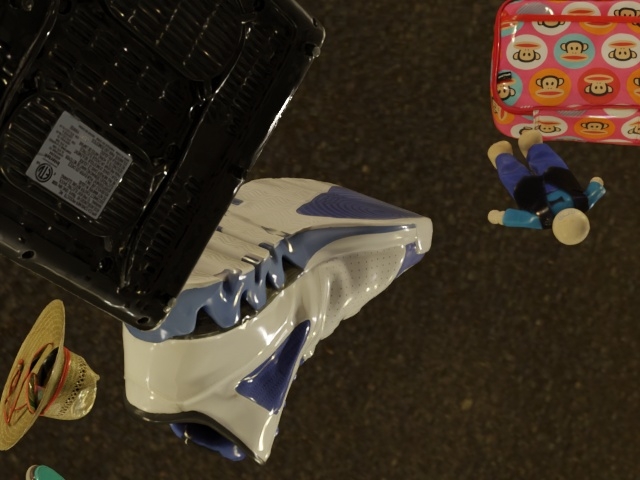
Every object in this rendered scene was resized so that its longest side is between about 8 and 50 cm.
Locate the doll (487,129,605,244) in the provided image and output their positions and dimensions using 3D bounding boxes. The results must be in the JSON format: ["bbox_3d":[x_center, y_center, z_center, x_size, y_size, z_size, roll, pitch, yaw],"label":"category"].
[{"bbox_3d":[0.240,-0.050,1.241,0.129,0.189,0.046,-21,125,-1],"label":"doll"}]

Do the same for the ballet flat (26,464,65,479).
[{"bbox_3d":[-0.330,0.409,1.562,0.086,0.086,0.248,-47,108,-15],"label":"ballet flat"}]

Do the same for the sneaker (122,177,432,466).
[{"bbox_3d":[-0.051,0.065,0.890,0.315,0.127,0.182,-19,125,-51],"label":"sneaker"}]

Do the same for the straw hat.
[{"bbox_3d":[-0.228,0.126,1.008,0.061,0.144,0.145,24,88,-24],"label":"straw hat"}]

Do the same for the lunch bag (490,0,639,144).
[{"bbox_3d":[0.416,-0.284,1.800,0.120,0.293,0.258,74,21,-62],"label":"lunch bag"}]

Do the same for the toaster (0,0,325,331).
[{"bbox_3d":[-0.112,-0.074,0.480,0.185,0.110,0.168,37,78,-47],"label":"toaster"}]
